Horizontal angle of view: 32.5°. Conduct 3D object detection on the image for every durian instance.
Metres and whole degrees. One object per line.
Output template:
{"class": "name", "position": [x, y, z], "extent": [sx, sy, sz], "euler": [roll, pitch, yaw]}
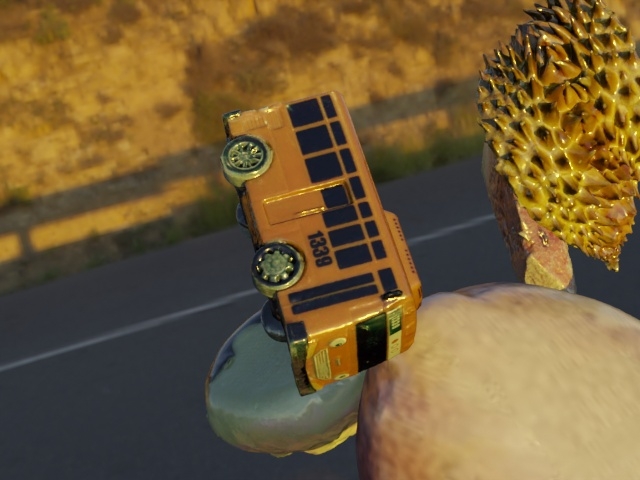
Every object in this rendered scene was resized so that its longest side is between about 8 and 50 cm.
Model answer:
{"class": "durian", "position": [0.205, -0.101, 0.936], "extent": [0.144, 0.252, 0.139], "euler": [-22, -25, 4]}

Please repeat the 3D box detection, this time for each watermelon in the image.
{"class": "watermelon", "position": [0.253, -0.033, 1.308], "extent": [0.094, 0.241, 0.154], "euler": [-10, -31, 7]}

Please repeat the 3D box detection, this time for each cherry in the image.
{"class": "cherry", "position": [0.196, 0.190, 0.903], "extent": [0.326, 0.335, 0.291], "euler": [-13, 0, 1]}

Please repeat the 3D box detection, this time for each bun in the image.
{"class": "bun", "position": [-0.015, 0.212, 1.605], "extent": [0.293, 0.187, 0.293], "euler": [-23, 32, 16]}

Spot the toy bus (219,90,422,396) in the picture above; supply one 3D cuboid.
{"class": "toy bus", "position": [0.000, 0.000, 0.799], "extent": [0.114, 0.201, 0.098], "euler": [-15, -30, -5]}
